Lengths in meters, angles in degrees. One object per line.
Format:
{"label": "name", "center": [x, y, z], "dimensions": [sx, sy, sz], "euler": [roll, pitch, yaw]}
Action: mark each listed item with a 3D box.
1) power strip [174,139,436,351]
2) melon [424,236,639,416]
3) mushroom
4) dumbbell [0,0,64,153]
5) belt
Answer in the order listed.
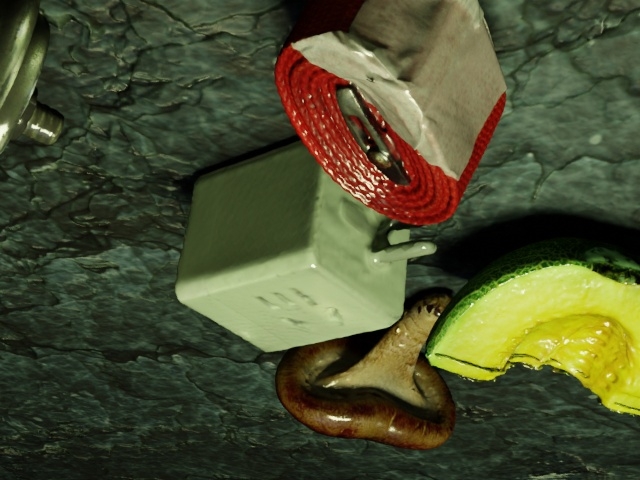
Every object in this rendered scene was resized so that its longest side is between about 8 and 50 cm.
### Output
{"label": "power strip", "center": [0.000, 0.000, 0.932], "dimensions": [0.224, 0.139, 0.140], "euler": [-16, 142, 36]}
{"label": "melon", "center": [0.248, 0.058, 1.011], "dimensions": [0.265, 0.129, 0.169], "euler": [16, 127, -8]}
{"label": "mushroom", "center": [0.075, 0.129, 1.183], "dimensions": [0.226, 0.148, 0.218], "euler": [7, 133, -18]}
{"label": "dumbbell", "center": [-0.310, -0.139, 0.711], "dimensions": [0.289, 0.192, 0.192], "euler": [26, 145, -28]}
{"label": "belt", "center": [0.056, -0.115, 0.742], "dimensions": [0.128, 0.124, 0.201], "euler": [12, 152, 33]}
